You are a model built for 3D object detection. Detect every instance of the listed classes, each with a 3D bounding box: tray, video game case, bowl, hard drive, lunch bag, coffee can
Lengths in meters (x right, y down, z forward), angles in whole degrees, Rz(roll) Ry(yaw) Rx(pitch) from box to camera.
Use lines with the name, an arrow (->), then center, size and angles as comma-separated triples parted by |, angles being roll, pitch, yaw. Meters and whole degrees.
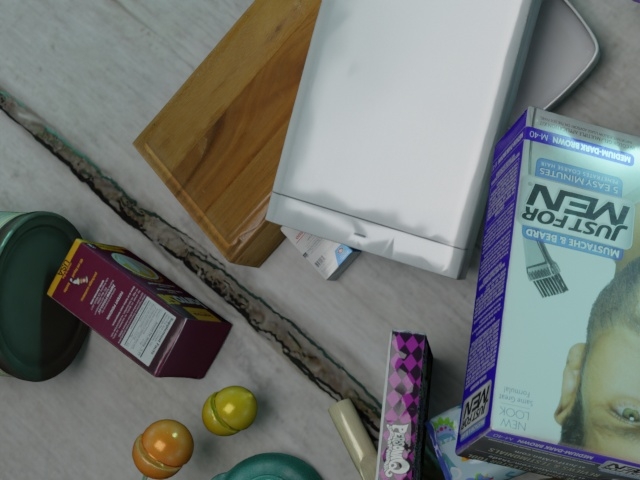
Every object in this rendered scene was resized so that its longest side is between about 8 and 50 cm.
tray -> -0.016, -0.187, 1.975 | 0.411, 0.076, 0.203 | -48, 65, 17
video game case -> 0.084, 0.219, 1.785 | 0.041, 0.210, 0.232 | 5, 80, 6
bowl -> 0.223, -0.201, 1.856 | 0.142, 0.053, 0.142 | -44, 66, 18
hard drive -> 0.091, -0.160, 1.853 | 0.233, 0.047, 0.353 | 17, 97, 22
lunch bag -> 0.198, 0.195, 1.769 | 0.129, 0.151, 0.096 | -25, 72, 23
coffee can -> -0.444, 0.060, 2.106 | 0.275, 0.201, 0.202 | 3, 86, 29

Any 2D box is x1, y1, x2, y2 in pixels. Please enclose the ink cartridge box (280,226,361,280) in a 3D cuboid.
ink cartridge box -> 0.000, 0.000, 1.965 | 0.048, 0.028, 0.083 | -48, 71, 16

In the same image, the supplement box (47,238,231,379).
supplement box -> -0.213, 0.081, 2.033 | 0.188, 0.104, 0.081 | 34, 100, 27

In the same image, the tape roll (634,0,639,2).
tape roll -> 0.377, -0.359, 1.688 | 0.275, 0.090, 0.275 | -30, 35, 24

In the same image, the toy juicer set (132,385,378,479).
toy juicer set -> -0.058, 0.266, 1.944 | 0.329, 0.089, 0.209 | -6, 71, 3

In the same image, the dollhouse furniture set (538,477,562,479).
dollhouse furniture set -> 0.365, 0.288, 1.675 | 0.262, 0.135, 0.259 | -26, 72, 24

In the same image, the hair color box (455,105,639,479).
hair color box -> 0.250, 0.057, 1.675 | 0.185, 0.110, 0.339 | 14, 67, -11
